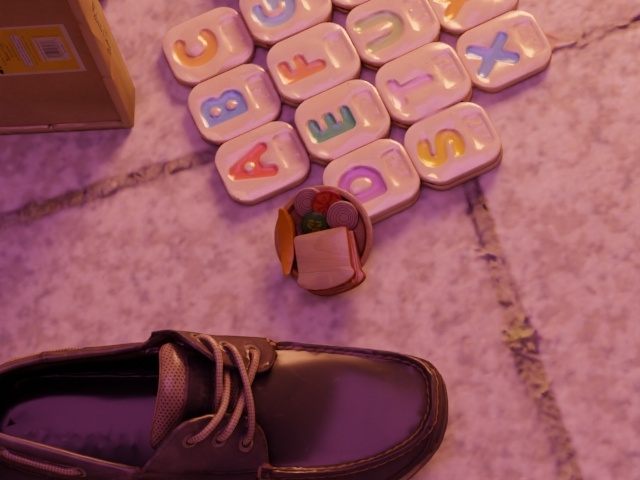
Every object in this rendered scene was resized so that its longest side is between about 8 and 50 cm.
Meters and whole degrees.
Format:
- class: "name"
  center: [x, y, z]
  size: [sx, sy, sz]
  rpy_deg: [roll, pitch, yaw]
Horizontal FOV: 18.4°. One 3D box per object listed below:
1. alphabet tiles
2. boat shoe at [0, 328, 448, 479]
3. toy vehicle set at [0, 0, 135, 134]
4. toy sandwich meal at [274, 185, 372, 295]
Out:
- class: "alphabet tiles"
  center: [0.026, -0.153, 1.554]
  size: [0.278, 0.021, 0.284]
  rpy_deg: [-24, 68, -3]
- class: "boat shoe"
  center: [-0.087, 0.132, 1.392]
  size: [0.355, 0.130, 0.132]
  rpy_deg: [-8, 68, 4]
- class: "toy vehicle set"
  center: [-0.242, -0.150, 1.453]
  size: [0.166, 0.267, 0.035]
  rpy_deg: [-2, 68, 5]
- class: "toy sandwich meal"
  center: [0.000, 0.000, 1.478]
  size: [0.085, 0.029, 0.086]
  rpy_deg: [0, 89, 16]
